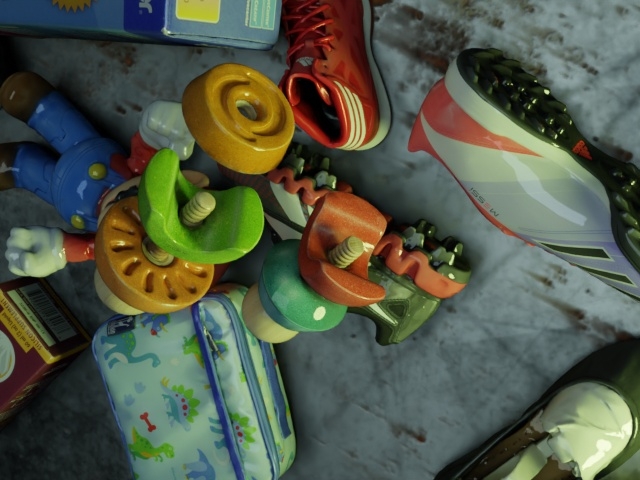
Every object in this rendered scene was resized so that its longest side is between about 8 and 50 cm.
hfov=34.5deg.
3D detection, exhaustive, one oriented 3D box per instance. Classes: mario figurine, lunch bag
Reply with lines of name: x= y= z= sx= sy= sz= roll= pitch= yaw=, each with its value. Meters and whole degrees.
mario figurine: x=-0.218 y=-0.050 z=0.995 sx=0.320 sy=0.170 sz=0.198 roll=30 pitch=141 yaw=27
lunch bag: x=-0.124 y=0.158 z=1.054 sx=0.176 sy=0.090 sz=0.219 roll=-12 pitch=94 yaw=18

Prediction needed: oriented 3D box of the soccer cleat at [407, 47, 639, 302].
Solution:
soccer cleat: x=0.216 y=-0.029 z=0.908 sx=0.318 sy=0.108 sz=0.116 roll=43 pitch=131 yaw=6

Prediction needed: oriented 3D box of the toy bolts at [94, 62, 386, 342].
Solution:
toy bolts: x=-0.070 y=-0.008 z=0.884 sx=0.228 sy=0.218 sz=0.158 roll=28 pitch=137 yaw=-21

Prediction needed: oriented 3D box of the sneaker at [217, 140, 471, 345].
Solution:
sneaker: x=0.000 y=0.000 z=0.979 sx=0.276 sy=0.097 sz=0.135 roll=34 pitch=106 yaw=11

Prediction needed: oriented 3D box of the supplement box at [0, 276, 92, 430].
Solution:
supplement box: x=-0.359 y=0.137 z=1.138 sx=0.188 sy=0.081 sz=0.104 roll=-42 pitch=83 yaw=20

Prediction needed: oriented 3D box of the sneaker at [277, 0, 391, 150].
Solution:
sneaker: x=-0.001 y=-0.187 z=0.937 sx=0.087 sy=0.128 sz=0.221 roll=-23 pitch=91 yaw=20

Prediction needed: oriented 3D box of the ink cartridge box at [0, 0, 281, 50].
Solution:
ink cartridge box: x=-0.172 y=-0.314 z=0.915 sx=0.395 sy=0.151 sz=0.270 roll=10 pitch=101 yaw=34

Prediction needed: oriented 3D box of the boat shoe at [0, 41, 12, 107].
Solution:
boat shoe: x=-0.499 y=-0.185 z=1.133 sx=0.340 sy=0.127 sz=0.158 roll=-16 pitch=85 yaw=13

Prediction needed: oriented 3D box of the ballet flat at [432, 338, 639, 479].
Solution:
ballet flat: x=0.207 y=0.197 z=0.934 sx=0.280 sy=0.096 sz=0.095 roll=-43 pitch=82 yaw=20
